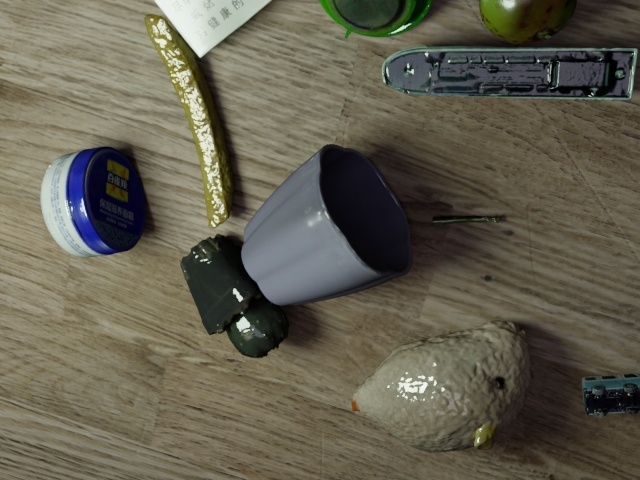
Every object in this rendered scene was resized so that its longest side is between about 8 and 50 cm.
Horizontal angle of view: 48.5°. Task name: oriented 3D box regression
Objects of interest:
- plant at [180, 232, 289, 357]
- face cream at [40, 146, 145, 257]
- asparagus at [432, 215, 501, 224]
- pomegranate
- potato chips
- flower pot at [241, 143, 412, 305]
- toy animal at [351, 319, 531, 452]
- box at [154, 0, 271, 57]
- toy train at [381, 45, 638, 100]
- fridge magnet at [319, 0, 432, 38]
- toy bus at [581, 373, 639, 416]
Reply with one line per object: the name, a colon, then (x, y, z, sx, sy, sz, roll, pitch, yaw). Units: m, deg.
plant: (-0.161, 0.109, 1.398, 0.142, 0.164, 0.256, -39, 86, 20)
face cream: (-0.435, -0.072, 1.364, 0.111, 0.206, 0.206, -7, 107, 17)
asparagus: (0.274, -0.039, 1.333, 0.127, 0.018, 0.015, -2, 143, 12)
pomegranate: (0.320, -0.408, 1.139, 0.159, 0.159, 0.205, -36, 74, 20)
potato chips: (-0.230, -0.226, 1.341, 0.057, 0.080, 0.407, -5, 110, 30)
flower pot: (0.000, 0.000, 1.289, 0.243, 0.265, 0.265, -33, 99, 31)
toy animal: (0.237, 0.298, 1.363, 0.358, 0.188, 0.227, -16, 99, 17)
box: (-0.226, -0.512, 1.206, 0.210, 0.095, 0.330, -33, 111, 19)
toy train: (0.310, -0.287, 1.203, 0.406, 0.088, 0.087, 4, 107, 10)
fridge magnet: (0.086, -0.423, 1.176, 0.207, 0.088, 0.208, 11, 142, 8)
toy bus: (0.563, 0.290, 1.353, 0.122, 0.075, 0.060, -7, 107, 13)
